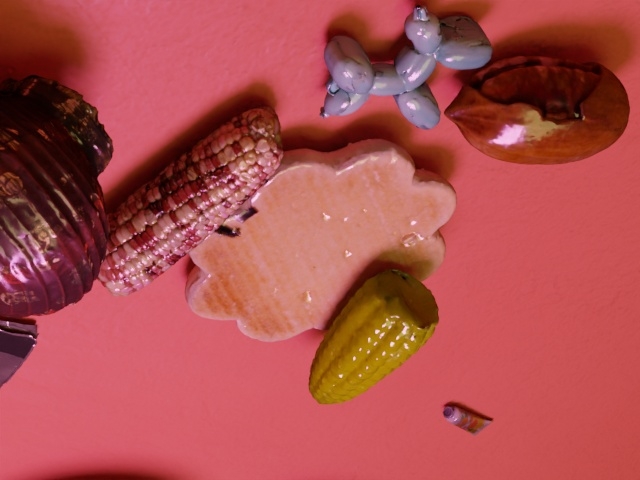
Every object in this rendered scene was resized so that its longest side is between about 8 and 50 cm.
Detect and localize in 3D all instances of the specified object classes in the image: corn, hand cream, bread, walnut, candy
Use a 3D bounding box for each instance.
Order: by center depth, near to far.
[{"bbox_3d":[-0.133,-0.040,1.619,0.253,0.086,0.086,-38,139,15],"label":"corn"},{"bbox_3d":[0.226,-0.136,1.674,0.207,0.116,0.116,-2,137,-13],"label":"walnut"},{"bbox_3d":[0.000,0.000,1.751,0.316,0.054,0.316,-13,140,-12],"label":"bread"},{"bbox_3d":[0.049,0.119,1.811,0.096,0.097,0.209,9,138,-33],"label":"candy"},{"bbox_3d":[0.196,0.241,2.147,0.035,0.022,0.102,-42,142,14],"label":"hand cream"}]

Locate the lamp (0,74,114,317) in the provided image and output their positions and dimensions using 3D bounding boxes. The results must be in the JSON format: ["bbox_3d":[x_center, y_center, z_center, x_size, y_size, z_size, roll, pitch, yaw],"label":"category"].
[{"bbox_3d":[-0.293,-0.038,1.443,0.247,0.247,0.247,-14,140,-12],"label":"lamp"}]

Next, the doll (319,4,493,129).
[{"bbox_3d":[0.072,-0.169,1.594,0.158,0.059,0.159,18,127,-41],"label":"doll"}]

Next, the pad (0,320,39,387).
[{"bbox_3d":[-0.434,0.129,1.713,0.233,0.022,0.174,17,127,-37],"label":"pad"}]
